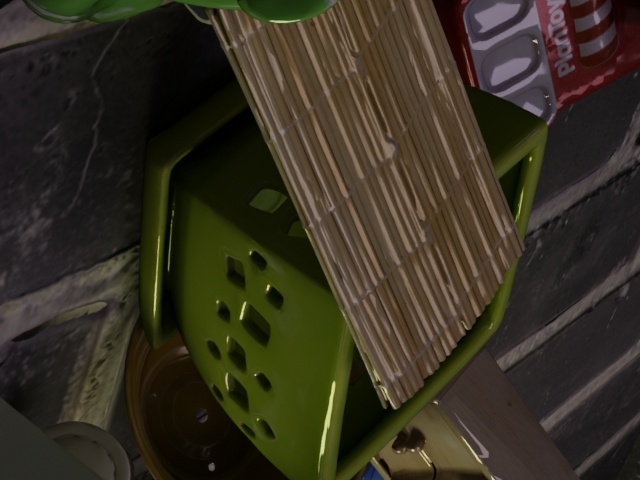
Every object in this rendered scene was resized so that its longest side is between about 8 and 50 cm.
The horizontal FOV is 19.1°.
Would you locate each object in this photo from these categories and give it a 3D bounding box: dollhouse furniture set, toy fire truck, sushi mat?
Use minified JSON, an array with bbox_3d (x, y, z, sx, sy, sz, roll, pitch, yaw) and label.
[{"bbox_3d":[0.039,0.308,1.541,0.394,0.256,0.362,-47,-161,-29],"label":"dollhouse furniture set"},{"bbox_3d":[0.196,-0.231,1.464,0.254,0.169,0.302,-31,135,-12],"label":"toy fire truck"},{"bbox_3d":[0.035,-0.057,1.116,0.151,0.019,0.316,-49,134,-29],"label":"sushi mat"}]

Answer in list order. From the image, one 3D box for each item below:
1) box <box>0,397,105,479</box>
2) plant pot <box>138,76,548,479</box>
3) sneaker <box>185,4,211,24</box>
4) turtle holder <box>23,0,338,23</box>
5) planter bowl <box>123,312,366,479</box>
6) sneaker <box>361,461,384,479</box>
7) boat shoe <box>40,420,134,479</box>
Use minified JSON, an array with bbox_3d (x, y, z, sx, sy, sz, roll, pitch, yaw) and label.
[{"bbox_3d":[-0.223,0.180,1.134,0.119,0.182,0.181,-59,158,13],"label":"box"},{"bbox_3d":[0.000,0.000,1.321,0.227,0.207,0.228,-40,154,-34],"label":"plant pot"},{"bbox_3d":[0.009,-0.228,1.100,0.235,0.094,0.153,-16,145,3],"label":"sneaker"},{"bbox_3d":[-0.026,-0.223,0.911,0.227,0.243,0.320,-55,158,-56],"label":"turtle holder"},{"bbox_3d":[-0.071,0.126,1.444,0.217,0.217,0.090,-40,-172,-36],"label":"planter bowl"},{"bbox_3d":[-0.020,0.260,1.867,0.209,0.069,0.082,-35,120,-27],"label":"sneaker"},{"bbox_3d":[-0.233,0.259,1.325,0.324,0.116,0.097,-54,164,5],"label":"boat shoe"}]
